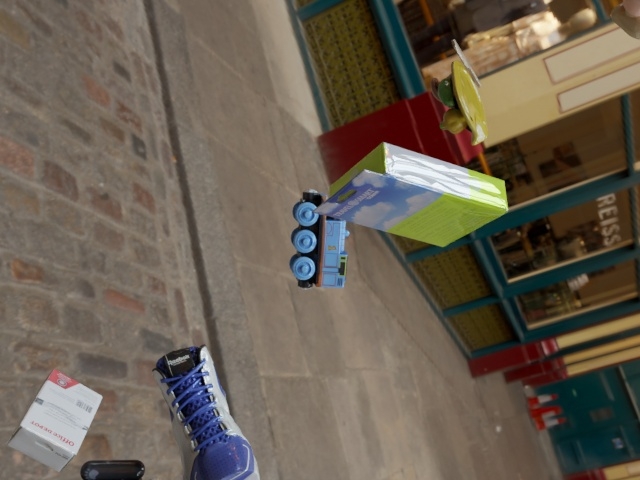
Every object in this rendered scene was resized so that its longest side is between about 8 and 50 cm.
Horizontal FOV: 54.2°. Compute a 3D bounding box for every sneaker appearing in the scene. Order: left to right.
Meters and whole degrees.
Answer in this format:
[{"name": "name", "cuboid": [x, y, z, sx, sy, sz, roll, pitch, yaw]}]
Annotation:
[{"name": "sneaker", "cuboid": [-0.224, 0.294, 1.100, 0.315, 0.127, 0.182, 48, -21, 56]}]

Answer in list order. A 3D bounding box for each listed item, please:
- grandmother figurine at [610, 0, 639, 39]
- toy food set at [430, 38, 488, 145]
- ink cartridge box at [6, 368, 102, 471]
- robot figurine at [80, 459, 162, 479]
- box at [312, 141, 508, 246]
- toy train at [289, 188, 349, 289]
[{"name": "grandmother figurine", "cuboid": [0.501, -0.438, 0.826, 0.342, 0.103, 0.208, 79, 34, -68]}, {"name": "toy food set", "cuboid": [0.256, -0.265, 1.186, 0.128, 0.071, 0.218, 44, 37, -34]}, {"name": "ink cartridge box", "cuboid": [-0.434, 0.294, 1.028, 0.099, 0.056, 0.135, 37, 23, -16]}, {"name": "robot figurine", "cuboid": [-0.384, 0.517, 1.120, 0.209, 0.277, 0.174, 107, -21, -43]}, {"name": "box", "cuboid": [0.093, -0.045, 0.660, 0.178, 0.109, 0.043, 13, 63, -26]}, {"name": "toy train", "cuboid": [0.000, 0.000, 1.138, 0.080, 0.105, 0.184, -138, -129, -79]}]
